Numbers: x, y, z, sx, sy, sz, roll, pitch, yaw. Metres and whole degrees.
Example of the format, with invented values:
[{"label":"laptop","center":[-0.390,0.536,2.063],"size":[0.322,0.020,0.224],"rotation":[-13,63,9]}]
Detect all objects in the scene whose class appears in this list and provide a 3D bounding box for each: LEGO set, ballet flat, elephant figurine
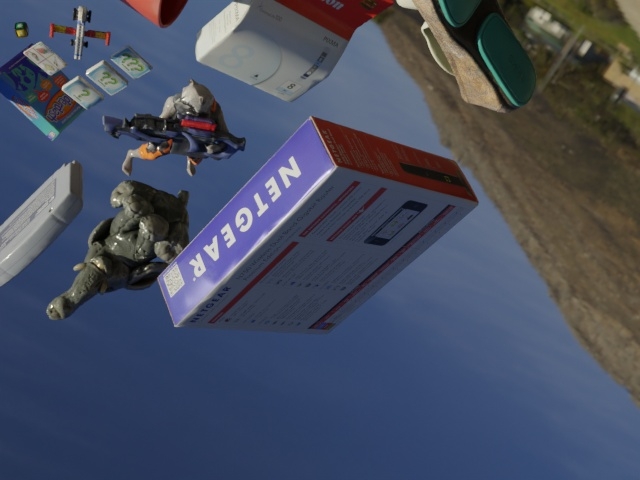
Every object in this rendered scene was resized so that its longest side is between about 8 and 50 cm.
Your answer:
[{"label":"LEGO set","center":[-0.476,-0.358,1.729],"size":[0.244,0.182,0.060],"rotation":[43,-150,-46]},{"label":"ballet flat","center":[0.150,-0.266,1.023],"size":[0.106,0.107,0.316],"rotation":[16,151,43]},{"label":"elephant figurine","center":[-0.340,0.021,1.502],"size":[0.186,0.239,0.169],"rotation":[23,-151,-43]}]

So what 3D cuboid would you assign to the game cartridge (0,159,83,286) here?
[{"label":"game cartridge","center":[-0.631,-0.033,1.940],"size":[0.060,0.294,0.196],"rotation":[42,-166,-28]}]

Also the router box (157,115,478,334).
[{"label":"router box","center":[0.000,0.000,1.187],"size":[0.301,0.335,0.082],"rotation":[10,-134,-47]}]

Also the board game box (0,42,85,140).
[{"label":"board game box","center":[-0.702,-0.375,2.218],"size":[0.210,0.047,0.160],"rotation":[44,-137,-15]}]

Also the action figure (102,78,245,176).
[{"label":"action figure","center":[-0.369,-0.275,2.109],"size":[0.341,0.330,0.179],"rotation":[12,-122,-30]}]

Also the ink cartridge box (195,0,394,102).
[{"label":"ink cartridge box","center":[-0.059,-0.493,2.075],"size":[0.308,0.385,0.091],"rotation":[18,-124,-41]}]

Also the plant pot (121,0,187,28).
[{"label":"plant pot","center":[-0.443,-0.699,2.169],"size":[0.243,0.275,0.275],"rotation":[26,-156,0]}]
